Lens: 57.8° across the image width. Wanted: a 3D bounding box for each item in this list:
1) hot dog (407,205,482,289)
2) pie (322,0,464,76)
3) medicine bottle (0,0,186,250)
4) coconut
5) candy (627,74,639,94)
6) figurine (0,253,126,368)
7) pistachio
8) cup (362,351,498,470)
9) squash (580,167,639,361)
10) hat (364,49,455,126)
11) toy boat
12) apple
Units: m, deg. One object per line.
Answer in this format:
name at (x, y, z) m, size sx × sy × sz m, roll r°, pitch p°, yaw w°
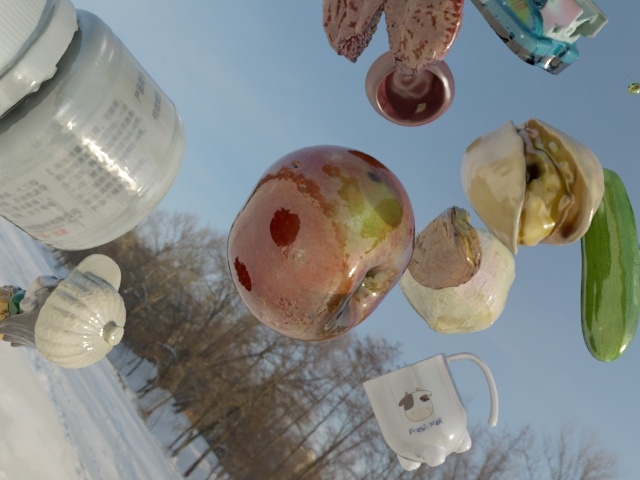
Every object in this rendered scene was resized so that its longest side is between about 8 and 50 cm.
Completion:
hot dog at (0.335, 0.018, 1.533) m, size 0.272 × 0.122 × 0.196 m, roll 127°, pitch -44°, yaw -55°
pie at (0.109, -0.348, 0.857) m, size 0.218 × 0.054 × 0.205 m, roll 35°, pitch -63°, yaw 16°
medicine bottle at (-0.326, -0.158, 0.647) m, size 0.245 × 0.245 × 0.306 m, roll 38°, pitch -10°, yaw 41°
coconut at (0.461, 0.154, 2.022) m, size 0.404 × 0.404 × 0.405 m, roll 46°, pitch -24°, yaw 28°
candy at (0.635, -0.322, 1.186) m, size 0.023 × 0.083 × 0.025 m, roll 40°, pitch -55°, yaw -19°
figurine at (-0.525, 0.148, 1.072) m, size 0.185 × 0.332 × 0.205 m, roll 70°, pitch 8°, yaw -70°
pistachio at (0.306, -0.081, 0.864) m, size 0.299 × 0.187 × 0.188 m, roll -72°, pitch 139°, yaw -65°
cup at (0.168, 0.254, 0.880) m, size 0.134 × 0.173 × 0.142 m, roll 125°, pitch -53°, yaw -63°
squash at (0.430, 0.033, 0.862) m, size 0.082 × 0.082 × 0.293 m, roll 146°, pitch -48°, yaw -69°
hat at (0.197, -0.345, 1.281) m, size 0.206 × 0.205 × 0.089 m, roll 90°, pitch 6°, yaw -51°
toy boat at (0.224, -0.341, 0.709) m, size 0.092 × 0.134 × 0.299 m, roll -48°, pitch -123°, yaw 40°
apple at (0.000, 0.000, 1.020) m, size 0.277 × 0.348 × 0.349 m, roll 42°, pitch -26°, yaw 25°
